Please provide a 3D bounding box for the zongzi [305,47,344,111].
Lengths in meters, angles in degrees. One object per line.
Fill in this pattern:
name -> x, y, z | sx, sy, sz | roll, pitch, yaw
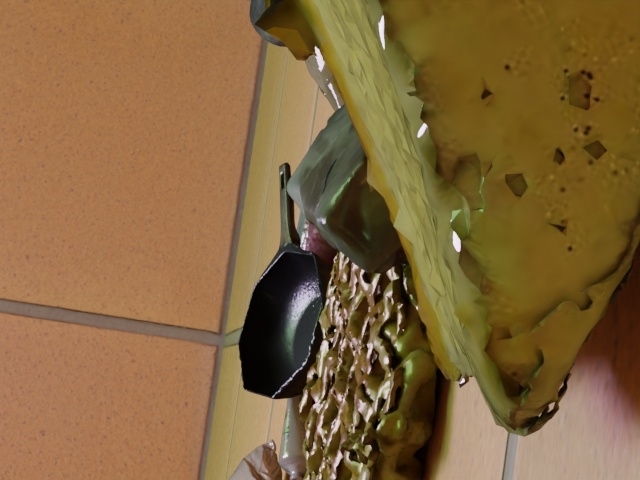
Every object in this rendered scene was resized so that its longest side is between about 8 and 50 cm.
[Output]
zongzi -> 0.034, -0.192, 1.381 | 0.194, 0.099, 0.197 | 114, 147, -53

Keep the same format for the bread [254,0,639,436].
bread -> 0.007, -0.118, 0.657 | 0.248, 0.279, 0.315 | -145, 76, -76

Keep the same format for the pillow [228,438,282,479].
pillow -> -0.070, 0.309, 1.742 | 0.270, 0.067, 0.173 | -99, 23, -69

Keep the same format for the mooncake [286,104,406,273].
mooncake -> 0.048, -0.046, 0.978 | 0.130, 0.073, 0.125 | -54, 14, 4

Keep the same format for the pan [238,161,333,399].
pan -> -0.010, 0.039, 1.541 | 0.128, 0.048, 0.202 | 10, 84, 58

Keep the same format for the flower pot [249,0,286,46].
flower pot -> -0.024, -0.309, 2.044 | 0.229, 0.103, 0.108 | -93, 12, -59

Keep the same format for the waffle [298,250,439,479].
waffle -> 0.031, 0.068, 1.118 | 0.245, 0.052, 0.254 | 119, 159, -60

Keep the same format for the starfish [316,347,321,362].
starfish -> 0.023, 0.093, 1.297 | 0.217, 0.050, 0.223 | -134, 47, -73

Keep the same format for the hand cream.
hand cream -> -0.014, 0.139, 1.580 | 0.057, 0.037, 0.165 | 49, -145, -44

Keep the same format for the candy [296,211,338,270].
candy -> 0.000, 0.000, 1.628 | 0.103, 0.043, 0.103 | -170, 90, -87
